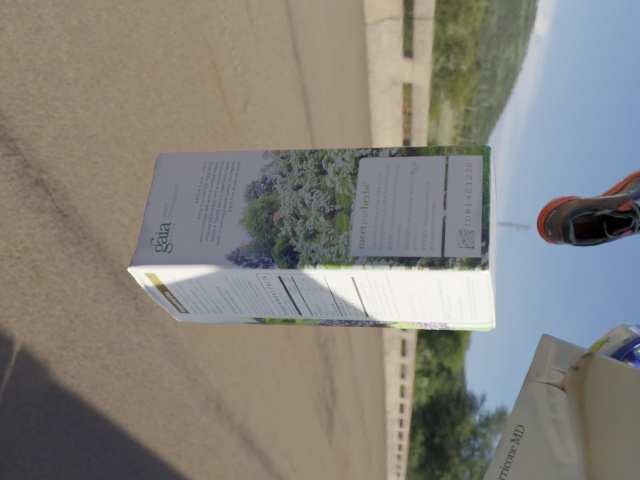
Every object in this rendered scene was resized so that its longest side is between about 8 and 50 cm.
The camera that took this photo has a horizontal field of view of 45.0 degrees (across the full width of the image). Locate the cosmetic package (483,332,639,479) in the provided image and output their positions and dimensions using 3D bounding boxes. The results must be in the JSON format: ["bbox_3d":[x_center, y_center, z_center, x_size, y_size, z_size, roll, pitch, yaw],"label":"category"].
[{"bbox_3d":[0.297,0.212,0.614,0.160,0.309,0.113,-62,157,-21],"label":"cosmetic package"}]

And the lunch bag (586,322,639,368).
[{"bbox_3d":[0.350,0.208,0.819,0.176,0.219,0.090,-42,-177,9],"label":"lunch bag"}]

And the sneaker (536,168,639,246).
[{"bbox_3d":[0.284,-0.023,0.712,0.065,0.158,0.061,-120,-168,-72],"label":"sneaker"}]

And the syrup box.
[{"bbox_3d":[0.000,0.000,0.534,0.096,0.237,0.093,65,28,-59],"label":"syrup box"}]
